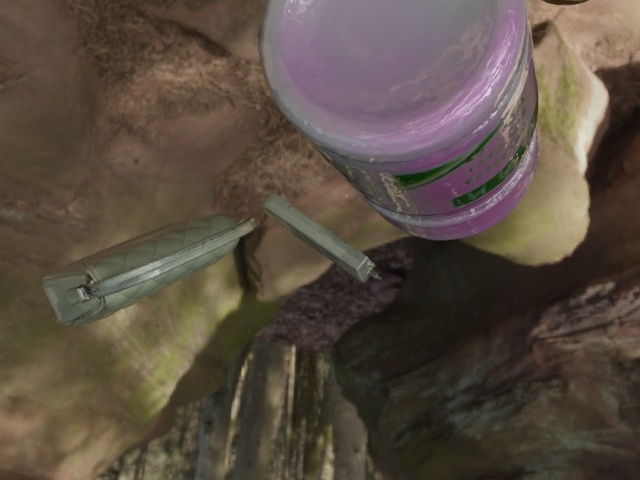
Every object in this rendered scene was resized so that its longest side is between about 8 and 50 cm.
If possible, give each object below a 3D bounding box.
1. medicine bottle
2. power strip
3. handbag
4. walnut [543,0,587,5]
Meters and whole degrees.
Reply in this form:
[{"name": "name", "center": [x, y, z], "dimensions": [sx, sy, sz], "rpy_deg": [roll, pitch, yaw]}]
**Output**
[{"name": "medicine bottle", "center": [0.094, -0.131, 0.734], "dimensions": [0.212, 0.212, 0.325], "rpy_deg": [-9, 165, 15]}, {"name": "power strip", "center": [0.000, 0.000, 1.194], "dimensions": [0.227, 0.029, 0.080], "rpy_deg": [34, 170, 19]}, {"name": "handbag", "center": [-0.204, 0.028, 1.003], "dimensions": [0.219, 0.079, 0.256], "rpy_deg": [-13, -170, 46]}, {"name": "walnut", "center": [0.345, -0.436, 1.106], "dimensions": [0.195, 0.195, 0.221], "rpy_deg": [-26, 106, 35]}]
